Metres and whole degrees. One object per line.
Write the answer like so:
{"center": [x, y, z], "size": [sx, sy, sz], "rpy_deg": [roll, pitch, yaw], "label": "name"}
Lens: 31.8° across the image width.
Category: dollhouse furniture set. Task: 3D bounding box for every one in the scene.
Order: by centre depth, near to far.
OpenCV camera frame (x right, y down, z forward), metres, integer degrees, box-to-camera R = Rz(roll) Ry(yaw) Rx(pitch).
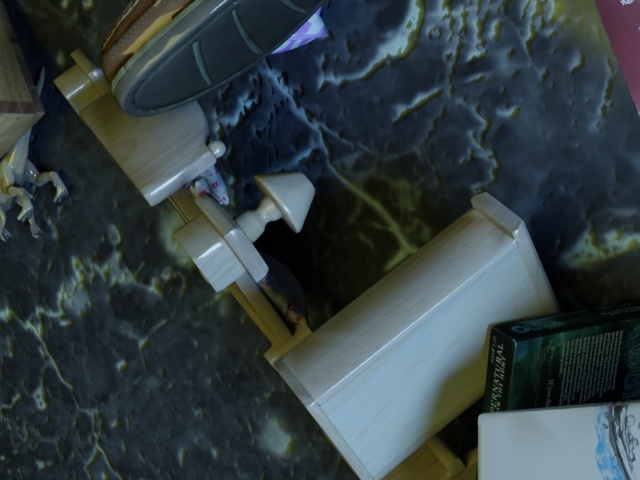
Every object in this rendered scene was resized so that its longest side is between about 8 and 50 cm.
{"center": [0.000, 0.000, 0.834], "size": [0.355, 0.174, 0.303], "rpy_deg": [46, 171, 47], "label": "dollhouse furniture set"}

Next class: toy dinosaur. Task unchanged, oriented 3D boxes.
{"center": [-0.278, -0.061, 1.020], "size": [0.092, 0.053, 0.183], "rpy_deg": [45, 124, 16], "label": "toy dinosaur"}

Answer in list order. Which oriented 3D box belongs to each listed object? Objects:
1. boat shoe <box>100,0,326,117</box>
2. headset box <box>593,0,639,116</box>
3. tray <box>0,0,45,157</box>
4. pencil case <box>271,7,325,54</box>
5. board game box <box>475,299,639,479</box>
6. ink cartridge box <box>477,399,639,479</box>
{"center": [-0.031, -0.208, 0.720], "size": [0.307, 0.111, 0.104], "rpy_deg": [-41, 80, -2], "label": "boat shoe"}
{"center": [0.195, -0.200, 0.555], "size": [0.110, 0.218, 0.293], "rpy_deg": [-21, 91, 37], "label": "headset box"}
{"center": [-0.428, -0.102, 1.077], "size": [0.411, 0.076, 0.203], "rpy_deg": [-34, 73, 36], "label": "tray"}
{"center": [-0.054, -0.229, 0.802], "size": [0.088, 0.086, 0.206], "rpy_deg": [-164, 63, -69], "label": "pencil case"}
{"center": [0.161, 0.136, 0.743], "size": [0.026, 0.126, 0.186], "rpy_deg": [33, 125, 55], "label": "board game box"}
{"center": [0.224, 0.176, 0.601], "size": [0.232, 0.171, 0.168], "rpy_deg": [-14, 68, 48], "label": "ink cartridge box"}
